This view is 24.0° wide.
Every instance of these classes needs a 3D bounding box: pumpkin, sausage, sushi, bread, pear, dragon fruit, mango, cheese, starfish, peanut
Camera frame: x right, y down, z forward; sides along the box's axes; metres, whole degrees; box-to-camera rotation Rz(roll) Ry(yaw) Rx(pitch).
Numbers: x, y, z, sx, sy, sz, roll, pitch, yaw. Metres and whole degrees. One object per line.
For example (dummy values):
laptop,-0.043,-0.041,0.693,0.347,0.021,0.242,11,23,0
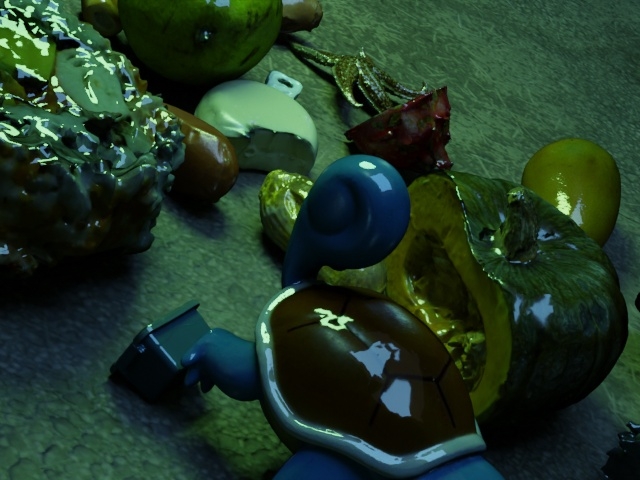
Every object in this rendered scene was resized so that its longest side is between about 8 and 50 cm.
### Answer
pumpkin,0.226,0.049,1.651,0.232,0.242,0.325,0,43,-25
sausage,-0.146,-0.343,2.116,0.326,0.079,0.087,5,11,-32
sushi,-0.328,-0.127,1.540,0.417,0.176,0.417,20,31,-13
bread,-0.290,-0.310,1.974,0.062,0.049,0.103,49,13,-37
pear,-0.152,-0.299,1.917,0.212,0.212,0.269,18,28,-15
sausage,-0.162,-0.108,1.737,0.179,0.089,0.089,34,29,30
dragon fruit,0.116,-0.127,1.983,0.153,0.153,0.111,-22,89,-53
mango,0.334,-0.054,2.024,0.138,0.113,0.253,30,37,-4
cheese,-0.086,-0.163,1.893,0.163,0.071,0.249,17,32,-20
starfish,0.047,-0.237,2.132,0.238,0.057,0.213,34,23,10
peanut,0.000,0.000,1.699,0.087,0.087,0.207,-7,46,-44

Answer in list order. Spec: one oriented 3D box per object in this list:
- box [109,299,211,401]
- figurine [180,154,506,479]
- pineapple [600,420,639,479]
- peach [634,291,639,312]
box,-0.143,0.108,1.435,0.054,0.074,0.099,45,34,10
figurine,0.040,0.143,1.398,0.298,0.243,0.416,0,69,-54
pineapple,0.403,0.205,1.643,0.278,0.158,0.158,-17,52,-46
peach,0.483,0.093,1.809,0.189,0.068,0.279,29,-9,-10
